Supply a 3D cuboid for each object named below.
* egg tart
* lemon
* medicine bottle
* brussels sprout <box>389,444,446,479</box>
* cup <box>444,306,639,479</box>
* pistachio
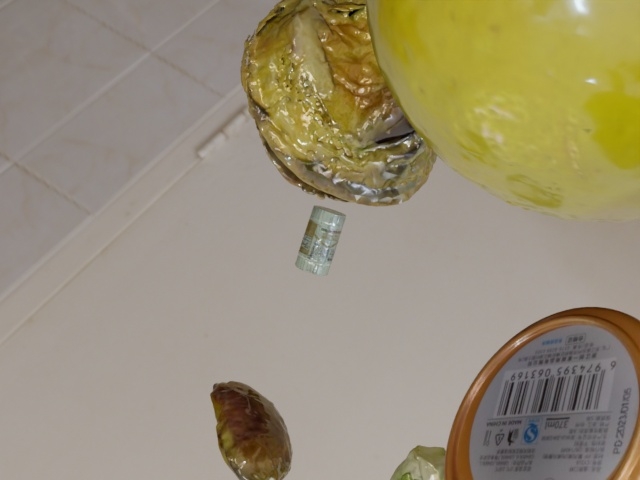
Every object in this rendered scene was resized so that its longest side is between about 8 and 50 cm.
[{"bbox_3d":[0.051,-0.187,1.055,0.297,0.297,0.132,44,154,-4],"label":"egg tart"},{"bbox_3d":[0.186,-0.174,0.580,0.348,0.348,0.348,25,142,21],"label":"lemon"},{"bbox_3d":[0.000,0.000,1.169,0.047,0.047,0.083,22,99,25],"label":"medicine bottle"},{"bbox_3d":[0.152,0.372,1.250,0.139,0.100,0.181,-7,125,-9],"label":"brussels sprout"},{"bbox_3d":[0.212,0.133,0.462,0.264,0.226,0.182,34,-170,-25],"label":"cup"},{"bbox_3d":[-0.064,0.194,0.936,0.089,0.049,0.173,41,-168,-28],"label":"pistachio"}]
